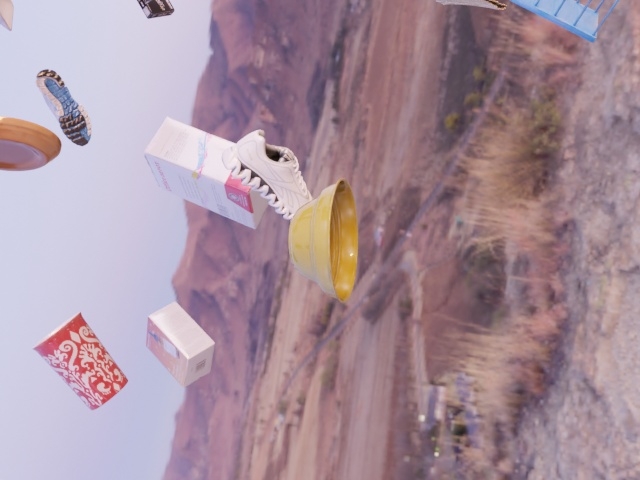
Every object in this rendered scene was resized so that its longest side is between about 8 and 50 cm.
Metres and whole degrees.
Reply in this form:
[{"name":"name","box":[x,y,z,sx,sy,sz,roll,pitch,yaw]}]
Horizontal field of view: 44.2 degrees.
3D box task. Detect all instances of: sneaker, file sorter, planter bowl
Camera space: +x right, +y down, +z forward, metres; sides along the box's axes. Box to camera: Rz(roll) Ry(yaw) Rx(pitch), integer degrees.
[{"name":"sneaker","box":[-0.594,-0.305,1.838,0.191,0.071,0.083,61,162,-4]},{"name":"sneaker","box":[-0.082,-0.134,1.774,0.118,0.292,0.110,-42,34,16]},{"name":"file sorter","box":[0.449,-0.462,1.426,0.105,0.170,0.118,-63,1,42]},{"name":"planter bowl","box":[0.000,0.000,1.368,0.217,0.090,0.217,0,-90,-75]}]

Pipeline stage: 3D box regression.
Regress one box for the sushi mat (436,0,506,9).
[{"name":"sushi mat","box":[0.341,-0.631,2.042,0.316,0.151,0.019,-134,59,-64]}]

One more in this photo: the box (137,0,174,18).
[{"name":"box","box":[-0.346,-0.497,1.613,0.018,0.083,0.067,-31,-2,42]}]

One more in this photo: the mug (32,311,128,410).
[{"name":"mug","box":[-0.472,0.241,1.569,0.113,0.169,0.150,-40,9,-17]}]

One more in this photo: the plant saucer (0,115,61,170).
[{"name":"plant saucer","box":[-0.589,-0.174,1.473,0.200,0.199,0.037,119,151,-71]}]

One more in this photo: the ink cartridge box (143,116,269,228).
[{"name":"ink cartridge box","box":[-0.289,-0.178,2.107,0.131,0.306,0.226,-62,-11,-20]}]

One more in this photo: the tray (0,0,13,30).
[{"name":"tray","box":[-0.679,-0.548,1.531,0.145,0.030,0.270,-112,2,-50]}]

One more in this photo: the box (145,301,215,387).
[{"name":"box","box":[-0.366,0.270,2.046,0.091,0.170,0.130,-29,-32,-36]}]
